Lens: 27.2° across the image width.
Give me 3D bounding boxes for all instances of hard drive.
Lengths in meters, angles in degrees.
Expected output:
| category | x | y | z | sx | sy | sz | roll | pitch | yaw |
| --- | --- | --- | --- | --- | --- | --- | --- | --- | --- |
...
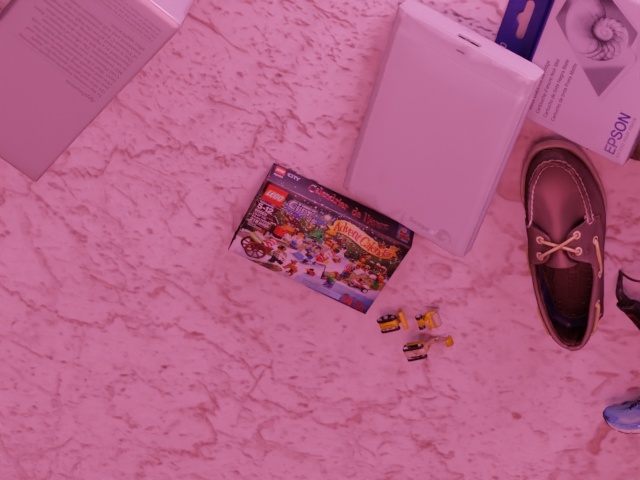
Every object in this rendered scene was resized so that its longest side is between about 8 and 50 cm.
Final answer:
| category | x | y | z | sx | sy | sz | roll | pitch | yaw |
| --- | --- | --- | --- | --- | --- | --- | --- | --- | --- |
| hard drive | 0.155 | -0.143 | 1.758 | 0.203 | 0.040 | 0.307 | 32 | 133 | 16 |

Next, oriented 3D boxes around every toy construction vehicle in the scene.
| category | x | y | z | sx | sy | sz | roll | pitch | yaw |
| --- | --- | --- | --- | --- | --- | --- | --- | --- | --- |
| toy construction vehicle | 0.148 | 0.139 | 2.048 | 0.098 | 0.035 | 0.086 | -16 | 113 | 22 |

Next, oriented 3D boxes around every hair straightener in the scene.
| category | x | y | z | sx | sy | sz | roll | pitch | yaw |
| --- | --- | --- | --- | --- | --- | --- | --- | --- | --- |
| hair straightener | 0.512 | 0.120 | 1.937 | 0.089 | 0.047 | 0.230 | -32 | 111 | 25 |

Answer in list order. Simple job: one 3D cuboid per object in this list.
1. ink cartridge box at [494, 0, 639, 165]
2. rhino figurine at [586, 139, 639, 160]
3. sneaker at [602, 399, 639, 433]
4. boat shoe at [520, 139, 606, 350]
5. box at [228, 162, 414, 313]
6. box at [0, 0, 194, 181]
| category | x | y | z | sx | sy | sz | roll | pitch | yaw |
| --- | --- | --- | --- | --- | --- | --- | --- | --- | --- |
| ink cartridge box | 0.318 | -0.231 | 1.634 | 0.224 | 0.045 | 0.223 | 29 | 133 | 16 |
| rhino figurine | 0.437 | -0.140 | 1.709 | 0.243 | 0.073 | 0.106 | 14 | 139 | 7 |
| sneaker | 0.514 | 0.248 | 2.037 | 0.162 | 0.063 | 0.073 | -14 | 107 | 19 |
| boat shoe | 0.341 | 0.012 | 1.844 | 0.117 | 0.096 | 0.324 | -1 | 129 | 16 |
| box | 0.000 | 0.000 | 1.955 | 0.233 | 0.044 | 0.159 | 25 | 131 | -7 |
| box | -0.310 | -0.274 | 1.689 | 0.168 | 0.215 | 0.345 | 38 | 129 | -18 |
